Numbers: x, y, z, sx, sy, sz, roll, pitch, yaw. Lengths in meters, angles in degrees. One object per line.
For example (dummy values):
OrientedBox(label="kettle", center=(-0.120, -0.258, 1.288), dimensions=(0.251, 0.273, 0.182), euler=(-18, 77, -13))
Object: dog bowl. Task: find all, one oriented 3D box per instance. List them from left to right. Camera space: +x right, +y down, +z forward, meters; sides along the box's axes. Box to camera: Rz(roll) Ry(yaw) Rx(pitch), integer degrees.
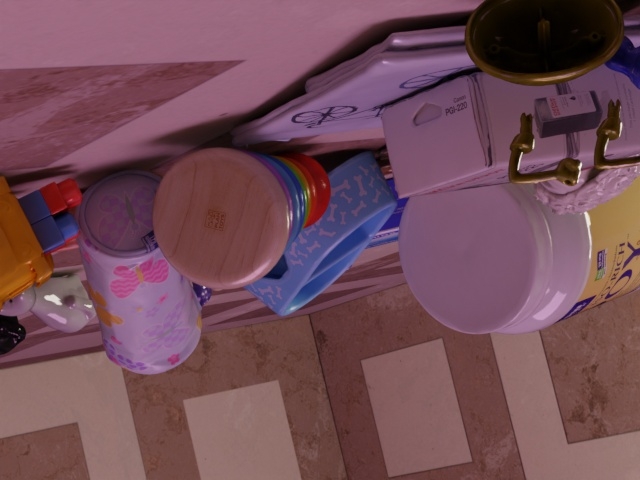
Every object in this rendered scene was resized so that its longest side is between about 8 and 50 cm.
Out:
OrientedBox(label="dog bowl", center=(0.000, 0.000, 2.041), dimensions=(0.166, 0.074, 0.297), euler=(-34, 169, -32))

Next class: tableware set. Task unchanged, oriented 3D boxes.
OrientedBox(label="tableware set", center=(0.131, -0.109, 2.043), dimensions=(0.141, 0.020, 0.168), euler=(-12, 173, -14))

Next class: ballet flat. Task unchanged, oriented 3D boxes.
OrientedBox(label="ballet flat", center=(0.294, -0.132, 1.695), dimensions=(0.147, 0.147, 0.409), euler=(-10, 165, -26))

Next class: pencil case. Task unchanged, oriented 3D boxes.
OrientedBox(label="pencil case", center=(-0.196, 0.037, 1.783), dimensions=(0.124, 0.113, 0.273), euler=(-37, 153, -23))

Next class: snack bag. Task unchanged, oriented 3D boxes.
OrientedBox(label="snack bag", center=(0.118, -0.155, 1.547), dimensions=(0.323, 0.037, 0.342), euler=(-10, 176, -27))

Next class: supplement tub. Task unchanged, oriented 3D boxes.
OrientedBox(label="supplement tub", center=(0.278, -0.016, 2.049), dimensions=(0.241, 0.241, 0.331), euler=(-19, 178, 42))

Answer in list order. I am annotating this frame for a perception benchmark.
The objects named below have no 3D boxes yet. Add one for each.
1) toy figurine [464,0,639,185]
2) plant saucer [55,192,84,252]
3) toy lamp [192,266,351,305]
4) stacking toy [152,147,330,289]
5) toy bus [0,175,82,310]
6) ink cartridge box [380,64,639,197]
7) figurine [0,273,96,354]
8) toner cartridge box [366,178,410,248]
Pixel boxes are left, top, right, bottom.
OrientedBox(label="toy figurine", center=(0.315, -0.131, 1.370), dimensions=(0.362, 0.191, 0.217), euler=(-11, 168, 6))
OrientedBox(label="plant saucer", center=(-0.282, -0.022, 1.861), dimensions=(0.199, 0.037, 0.200), euler=(-13, 173, -2))
OrientedBox(label="toy lamp", center=(-0.084, 0.050, 2.768), dimensions=(0.274, 0.080, 0.080), euler=(-11, 174, -6))
OrientedBox(label="stacking toy", center=(-0.062, -0.045, 1.728), dimensions=(0.141, 0.141, 0.330), euler=(-15, -175, 16))
OrientedBox(label="toy bus", center=(-0.336, 0.009, 1.653), dimensions=(0.211, 0.149, 0.220), euler=(-28, 179, -12))
OrientedBox(label="ink cartridge box", center=(0.190, -0.106, 1.520), dimensions=(0.217, 0.092, 0.158), euler=(-7, 174, -31))
OrientedBox(label="figurine", center=(-0.470, 0.104, 2.398), dimensions=(0.214, 0.092, 0.209), euler=(-17, 169, 21))
OrientedBox(label="toner cartridge box", center=(0.167, -0.057, 2.334), dimensions=(0.347, 0.075, 0.165), euler=(-14, 173, 6))
